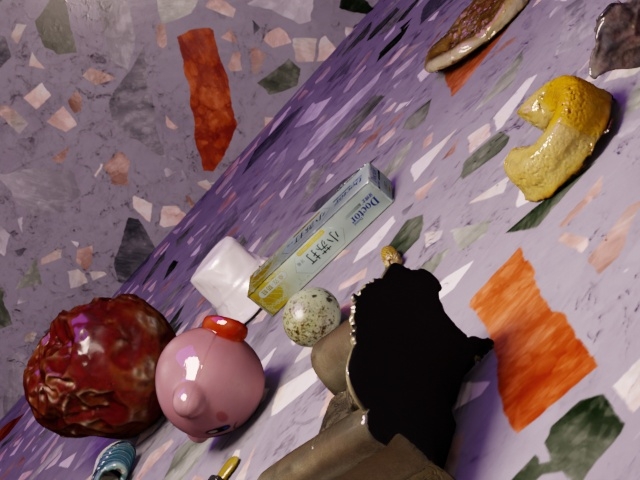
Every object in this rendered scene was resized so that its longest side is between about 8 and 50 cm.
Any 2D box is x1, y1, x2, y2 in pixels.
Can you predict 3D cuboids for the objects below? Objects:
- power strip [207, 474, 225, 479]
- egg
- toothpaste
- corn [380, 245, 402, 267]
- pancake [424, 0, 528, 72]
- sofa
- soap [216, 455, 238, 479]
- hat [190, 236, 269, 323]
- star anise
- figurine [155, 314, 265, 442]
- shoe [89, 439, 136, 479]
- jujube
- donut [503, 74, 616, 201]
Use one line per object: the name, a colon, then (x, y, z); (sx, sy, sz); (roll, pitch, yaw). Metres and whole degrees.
power strip: (-0.163, 0.371, 1.688); (0.111, 0.029, 0.038); (-56, 15, -19)
egg: (-0.012, 0.110, 1.817); (0.085, 0.085, 0.110); (-44, 11, 22)
toothpaste: (0.000, 0.000, 2.150); (0.313, 0.071, 0.089); (-43, 18, 21)
corn: (0.103, 0.024, 1.817); (0.028, 0.027, 0.083); (-31, 12, 4)
pancake: (0.303, -0.417, 2.403); (0.282, 0.049, 0.282); (-42, 15, 14)
sofa: (0.038, 0.162, 1.279); (0.200, 0.182, 0.258); (-40, 15, 37)
soap: (-0.144, 0.340, 1.750); (0.089, 0.012, 0.034); (-55, 14, -23)
hat: (-0.166, 0.073, 2.356); (0.203, 0.126, 0.203); (-49, 10, 11)
star anise: (0.421, -0.291, 1.495); (0.257, 0.110, 0.198); (-39, 15, 15)
figurine: (-0.166, 0.212, 1.855); (0.173, 0.173, 0.173); (-46, 13, 14)
shoe: (-0.365, 0.409, 2.179); (0.071, 0.064, 0.143); (-36, 20, 47)
jujube: (-0.406, 0.244, 2.319); (0.276, 0.276, 0.377); (-55, 14, -27)
donut: (0.296, -0.139, 1.543); (0.146, 0.078, 0.181); (-39, 17, 48)
